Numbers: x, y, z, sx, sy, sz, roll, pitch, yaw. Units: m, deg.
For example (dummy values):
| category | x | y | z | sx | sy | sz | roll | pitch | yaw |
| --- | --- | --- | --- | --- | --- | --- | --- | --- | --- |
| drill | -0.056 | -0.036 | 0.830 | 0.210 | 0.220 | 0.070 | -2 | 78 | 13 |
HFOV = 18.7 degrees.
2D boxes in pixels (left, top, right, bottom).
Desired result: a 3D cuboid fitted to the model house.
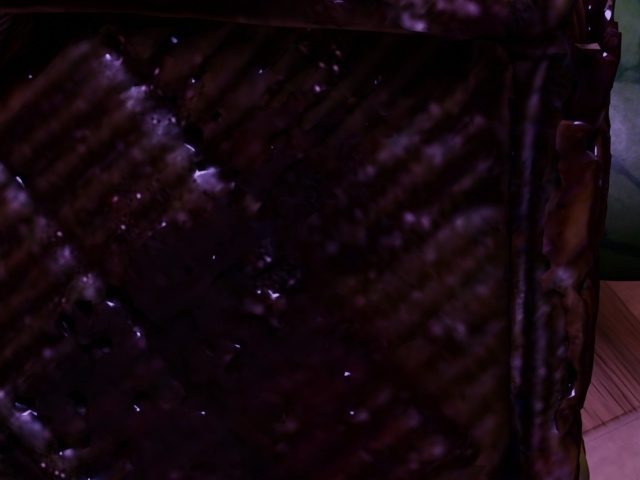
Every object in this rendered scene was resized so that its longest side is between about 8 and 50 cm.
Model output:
| category | x | y | z | sx | sy | sz | roll | pitch | yaw |
| --- | --- | --- | --- | --- | --- | --- | --- | --- | --- |
| model house | 0.006 | -0.041 | 0.680 | 0.297 | 0.282 | 0.317 | 38 | 25 | -13 |

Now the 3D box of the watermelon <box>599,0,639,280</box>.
| category | x | y | z | sx | sy | sz | roll | pitch | yaw |
| --- | --- | --- | --- | --- | --- | --- | --- | --- | --- |
| watermelon | 0.156 | -0.154 | 1.040 | 0.363 | 0.363 | 0.363 | 36 | 25 | -20 |

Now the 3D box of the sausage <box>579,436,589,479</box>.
| category | x | y | z | sx | sy | sz | roll | pitch | yaw |
| --- | --- | --- | --- | --- | --- | --- | --- | --- | --- |
| sausage | 0.000 | 0.000 | 0.869 | 0.371 | 0.082 | 0.082 | 49 | 24 | 7 |
